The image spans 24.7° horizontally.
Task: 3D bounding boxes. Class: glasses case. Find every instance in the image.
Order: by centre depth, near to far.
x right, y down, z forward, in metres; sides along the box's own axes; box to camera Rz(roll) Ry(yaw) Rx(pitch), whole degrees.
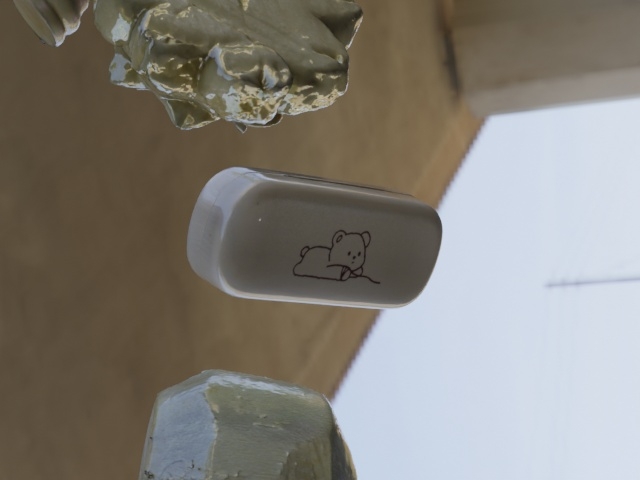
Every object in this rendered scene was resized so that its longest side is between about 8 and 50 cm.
[{"bbox_3d":[0.000,0.000,0.977,0.196,0.050,0.083,5,-72,-42],"label":"glasses case"}]

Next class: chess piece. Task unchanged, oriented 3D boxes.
[{"bbox_3d":[-0.302,-0.331,1.858,0.170,0.094,0.094,-42,-46,-17],"label":"chess piece"}]

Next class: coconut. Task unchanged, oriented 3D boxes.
[{"bbox_3d":[-0.077,0.272,1.616,0.245,0.247,0.245,-169,90,-82],"label":"coconut"}]

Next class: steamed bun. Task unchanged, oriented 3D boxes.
[{"bbox_3d":[-0.100,-0.212,1.481,0.292,0.137,0.295,-8,-128,-35],"label":"steamed bun"}]
